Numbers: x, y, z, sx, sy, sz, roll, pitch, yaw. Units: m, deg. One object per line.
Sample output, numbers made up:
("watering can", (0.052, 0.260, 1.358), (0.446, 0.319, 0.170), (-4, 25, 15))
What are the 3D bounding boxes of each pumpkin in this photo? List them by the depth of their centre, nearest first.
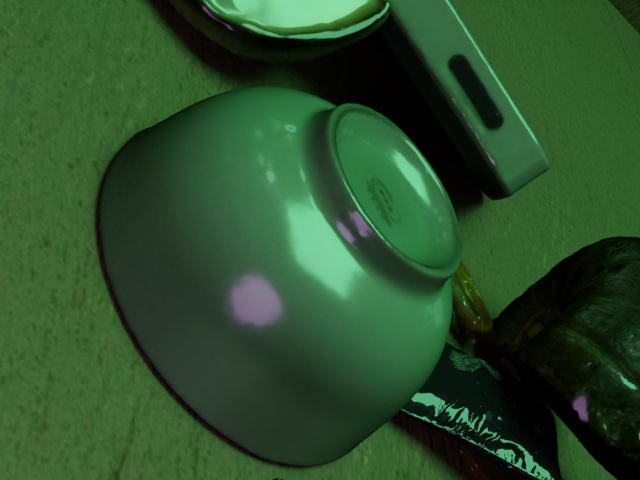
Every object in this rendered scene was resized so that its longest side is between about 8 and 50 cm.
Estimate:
("pumpkin", (0.346, 0.126, 1.219), (0.242, 0.232, 0.325), (51, 6, -13))

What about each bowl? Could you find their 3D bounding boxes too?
("bowl", (0.000, 0.000, 0.973), (0.354, 0.185, 0.354), (37, 35, -31))

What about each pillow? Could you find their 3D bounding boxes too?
("pillow", (0.161, 0.171, 1.140), (0.208, 0.055, 0.141), (31, 28, -11))

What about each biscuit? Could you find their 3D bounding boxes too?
("biscuit", (0.206, 0.212, 1.229), (0.138, 0.031, 0.205), (58, 31, 2))

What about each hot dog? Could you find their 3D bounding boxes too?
("hot dog", (0.158, 0.063, 1.298), (0.056, 0.041, 0.133), (20, 38, -47))

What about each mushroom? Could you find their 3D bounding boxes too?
("mushroom", (-0.098, -0.316, 1.216), (0.292, 0.217, 0.212), (63, -17, -15))

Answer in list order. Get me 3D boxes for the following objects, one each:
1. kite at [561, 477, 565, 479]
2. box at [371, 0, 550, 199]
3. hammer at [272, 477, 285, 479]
("kite", (0.283, 0.386, 1.176), (0.152, 0.015, 0.285), (42, 32, -32))
("box", (0.148, -0.217, 1.394), (0.367, 0.090, 0.373), (59, 5, 2))
("hammer", (-0.062, 0.229, 0.823), (0.201, 0.021, 0.078), (-2, 63, -58))
